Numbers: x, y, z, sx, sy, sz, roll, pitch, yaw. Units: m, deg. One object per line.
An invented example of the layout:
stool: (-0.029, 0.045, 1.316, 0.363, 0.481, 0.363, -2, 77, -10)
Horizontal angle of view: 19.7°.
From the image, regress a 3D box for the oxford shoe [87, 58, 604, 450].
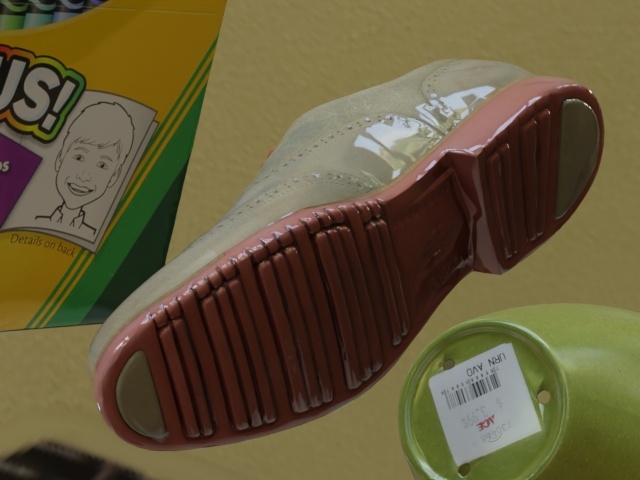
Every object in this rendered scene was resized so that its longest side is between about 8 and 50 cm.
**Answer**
oxford shoe: (0.000, 0.000, 1.033, 0.348, 0.130, 0.123, -29, -51, -30)

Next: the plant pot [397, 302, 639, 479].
plant pot: (0.182, 0.159, 1.457, 0.275, 0.275, 0.293, -53, -32, 5)

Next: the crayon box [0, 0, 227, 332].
crayon box: (-0.232, -0.102, 1.088, 0.363, 0.106, 0.313, -3, -65, -44)
